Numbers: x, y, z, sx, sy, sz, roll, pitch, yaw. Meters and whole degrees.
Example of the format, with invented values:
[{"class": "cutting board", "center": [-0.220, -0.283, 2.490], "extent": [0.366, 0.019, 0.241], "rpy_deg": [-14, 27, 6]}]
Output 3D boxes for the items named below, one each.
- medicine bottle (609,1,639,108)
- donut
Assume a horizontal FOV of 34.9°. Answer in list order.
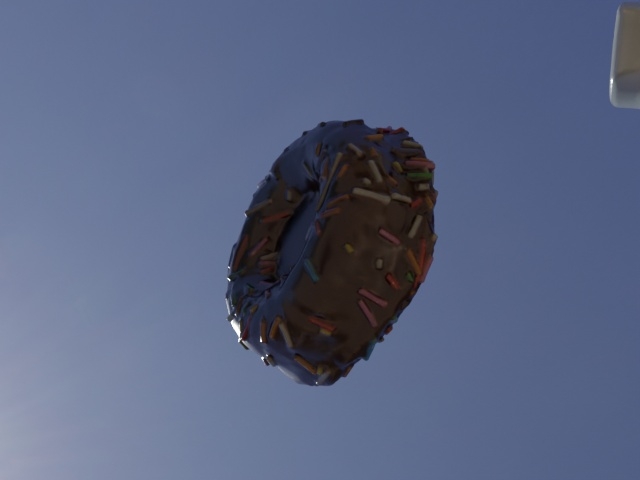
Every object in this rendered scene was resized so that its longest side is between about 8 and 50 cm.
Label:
[{"class": "medicine bottle", "center": [0.440, -0.176, 0.997], "extent": [0.296, 0.161, 0.111], "rpy_deg": [7, -89, 19]}, {"class": "donut", "center": [0.000, 0.000, 0.840], "extent": [0.089, 0.235, 0.235], "rpy_deg": [24, -102, -24]}]
